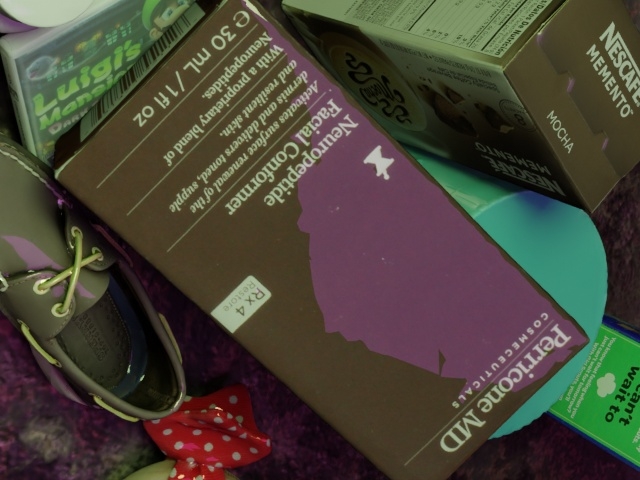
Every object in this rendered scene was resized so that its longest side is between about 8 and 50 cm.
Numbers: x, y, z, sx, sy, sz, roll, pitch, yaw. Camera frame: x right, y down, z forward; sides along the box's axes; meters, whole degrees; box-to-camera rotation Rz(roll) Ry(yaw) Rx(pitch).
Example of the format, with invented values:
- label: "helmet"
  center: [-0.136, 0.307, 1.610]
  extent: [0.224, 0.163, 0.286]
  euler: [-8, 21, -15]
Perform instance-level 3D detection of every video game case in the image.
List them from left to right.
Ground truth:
- label: "video game case"
  center: [-0.151, -0.140, 1.004]
  extent: [0.190, 0.022, 0.173]
  euler: [-34, 157, -21]

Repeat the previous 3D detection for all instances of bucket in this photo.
- label: "bucket"
  center: [0.121, 0.046, 1.227]
  extent: [0.281, 0.183, 0.281]
  euler: [-12, 113, -31]

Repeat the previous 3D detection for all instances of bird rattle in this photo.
- label: "bird rattle"
  center: [-0.113, 0.264, 1.182]
  extent: [0.207, 0.143, 0.253]
  euler: [-29, 121, -5]

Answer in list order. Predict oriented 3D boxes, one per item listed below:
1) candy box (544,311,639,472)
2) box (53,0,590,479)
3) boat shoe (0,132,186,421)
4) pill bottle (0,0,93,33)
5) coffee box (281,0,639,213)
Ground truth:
- label: "candy box"
  center: [0.346, 0.164, 1.351]
  extent: [0.268, 0.317, 0.122]
  euler: [22, 94, -39]
- label: "box"
  center: [0.000, 0.000, 0.987]
  extent: [0.381, 0.143, 0.191]
  euler: [43, 95, -18]
- label: "boat shoe"
  center: [-0.199, 0.032, 1.000]
  extent: [0.116, 0.097, 0.324]
  euler: [-53, 142, -26]
- label: "pill bottle"
  center: [-0.222, -0.199, 0.884]
  extent: [0.108, 0.180, 0.107]
  euler: [-14, 115, -32]
- label: "coffee box"
  center: [0.125, -0.153, 1.080]
  extent: [0.119, 0.297, 0.168]
  euler: [-48, 129, -12]
